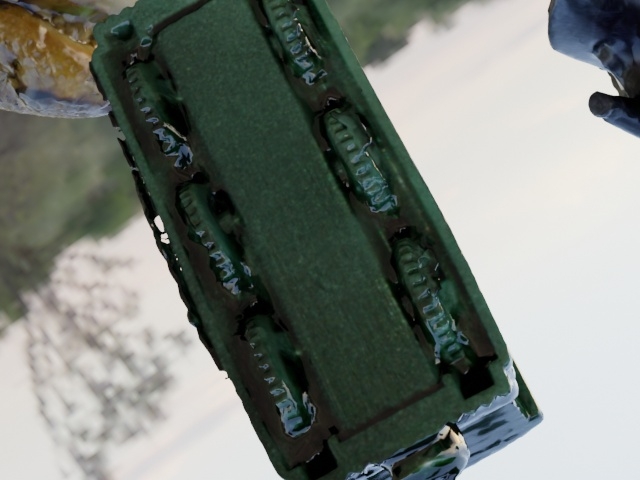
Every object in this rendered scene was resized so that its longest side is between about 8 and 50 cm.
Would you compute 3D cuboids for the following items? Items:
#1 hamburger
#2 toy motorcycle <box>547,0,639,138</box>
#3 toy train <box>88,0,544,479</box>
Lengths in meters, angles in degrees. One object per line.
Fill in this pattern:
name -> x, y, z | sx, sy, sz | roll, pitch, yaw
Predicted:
hamburger -> -0.241, -0.182, 1.331 | 0.289, 0.170, 0.314 | 8, -173, -9
toy motorcycle -> 0.182, -0.087, 0.912 | 0.108, 0.173, 0.307 | -53, 174, 14
toy train -> 0.000, 0.000, 1.044 | 0.138, 0.330, 0.178 | -29, 154, 7
